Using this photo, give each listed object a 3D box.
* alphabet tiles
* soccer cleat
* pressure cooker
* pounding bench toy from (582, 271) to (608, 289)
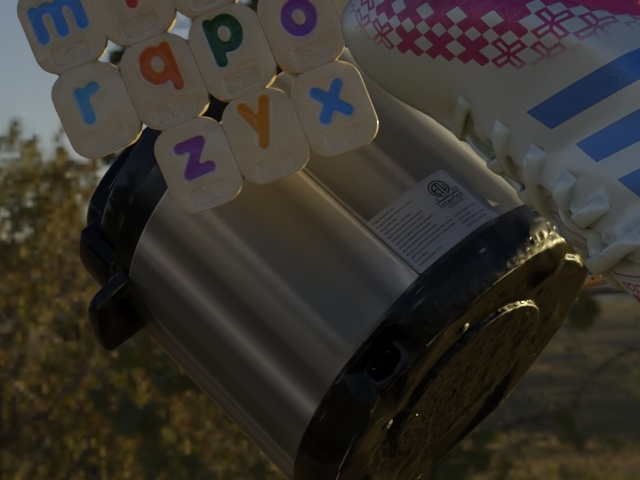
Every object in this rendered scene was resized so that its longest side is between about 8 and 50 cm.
[{"bbox_3d":[-0.080,-0.176,1.095,0.284,0.278,0.021,-23,2,1],"label":"alphabet tiles"},{"bbox_3d":[0.130,-0.041,0.639,0.331,0.143,0.116,17,-7,36],"label":"soccer cleat"},{"bbox_3d":[0.001,-0.004,1.370,0.420,0.375,0.370,42,24,22],"label":"pressure cooker"},{"bbox_3d":[0.282,0.006,1.487,0.052,0.065,0.083,-14,12,35],"label":"pounding bench toy"}]
